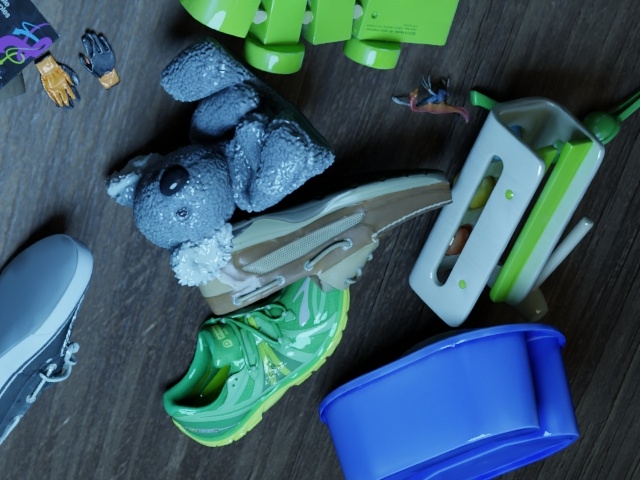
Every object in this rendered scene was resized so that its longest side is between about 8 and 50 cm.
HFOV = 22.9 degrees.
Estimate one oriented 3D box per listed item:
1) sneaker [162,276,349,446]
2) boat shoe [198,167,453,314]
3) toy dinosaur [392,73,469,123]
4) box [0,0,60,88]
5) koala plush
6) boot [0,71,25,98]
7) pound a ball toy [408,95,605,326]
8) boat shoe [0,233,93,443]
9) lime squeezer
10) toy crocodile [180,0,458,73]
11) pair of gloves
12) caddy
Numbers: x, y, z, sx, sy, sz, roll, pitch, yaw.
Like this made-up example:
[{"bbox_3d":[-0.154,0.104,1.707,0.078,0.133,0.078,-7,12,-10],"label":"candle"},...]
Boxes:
[{"bbox_3d":[-0.076,0.129,1.920,0.295,0.109,0.123,-50,134,9],"label":"sneaker"},{"bbox_3d":[0.000,0.000,1.854,0.324,0.122,0.120,-17,99,-9],"label":"boat shoe"},{"bbox_3d":[0.134,-0.166,1.870,0.047,0.090,0.082,-64,172,31],"label":"toy dinosaur"},{"bbox_3d":[-0.346,-0.190,1.520,0.162,0.029,0.116,-45,110,-21],"label":"box"},{"bbox_3d":[-0.115,-0.072,1.720,0.221,0.196,0.203,-46,166,7],"label":"koala plush"},{"bbox_3d":[-0.445,-0.178,1.535,0.305,0.112,0.115,-13,106,-26],"label":"boot"},{"bbox_3d":[0.236,-0.030,1.977,0.208,0.136,0.319,-16,142,-40],"label":"pound a ball toy"},{"bbox_3d":[-0.330,0.125,1.776,0.105,0.113,0.306,20,111,-44],"label":"boat shoe"},{"bbox_3d":[0.327,-0.159,2.006,0.310,0.059,0.110,-11,95,-21],"label":"lime squeezer"},{"bbox_3d":[0.007,-0.257,1.729,0.340,0.105,0.115,-5,122,-32],"label":"toy crocodile"},{"bbox_3d":[-0.257,-0.180,1.681,0.083,0.010,0.074,-31,130,-9],"label":"pair of gloves"},{"bbox_3d":[0.162,0.207,2.015,0.341,0.179,0.241,-26,156,27],"label":"caddy"}]
